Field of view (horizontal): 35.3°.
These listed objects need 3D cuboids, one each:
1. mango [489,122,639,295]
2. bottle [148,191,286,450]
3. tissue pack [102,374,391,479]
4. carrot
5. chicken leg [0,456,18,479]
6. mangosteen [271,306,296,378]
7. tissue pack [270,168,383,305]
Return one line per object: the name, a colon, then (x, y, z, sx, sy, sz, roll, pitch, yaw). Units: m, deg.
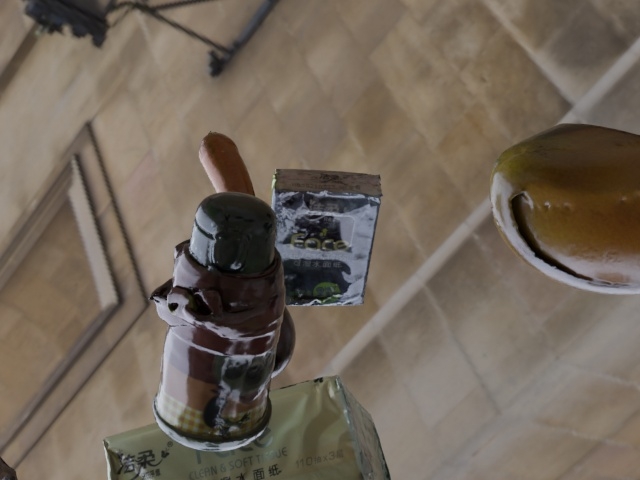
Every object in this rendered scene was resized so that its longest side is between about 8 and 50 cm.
mango: (0.281, -0.031, 1.003, 0.236, 0.166, 0.136, 16, 175, -4)
bottle: (-0.109, 0.081, 1.057, 0.143, 0.271, 0.156, 9, -155, -1)
tissue pack: (-0.108, 0.387, 1.665, 0.332, 0.404, 0.205, 58, -163, -67)
carrot: (-0.120, -0.051, 1.451, 0.271, 0.066, 0.062, 67, -169, 25)
chicken leg: (-0.232, 0.096, 0.541, 0.051, 0.106, 0.253, -98, -3, -54)
mangosteen: (-0.130, 0.166, 1.818, 0.200, 0.200, 0.200, 34, -156, -18)
tissue pack: (0.000, 0.000, 1.602, 0.173, 0.235, 0.073, 3, -142, -7)
